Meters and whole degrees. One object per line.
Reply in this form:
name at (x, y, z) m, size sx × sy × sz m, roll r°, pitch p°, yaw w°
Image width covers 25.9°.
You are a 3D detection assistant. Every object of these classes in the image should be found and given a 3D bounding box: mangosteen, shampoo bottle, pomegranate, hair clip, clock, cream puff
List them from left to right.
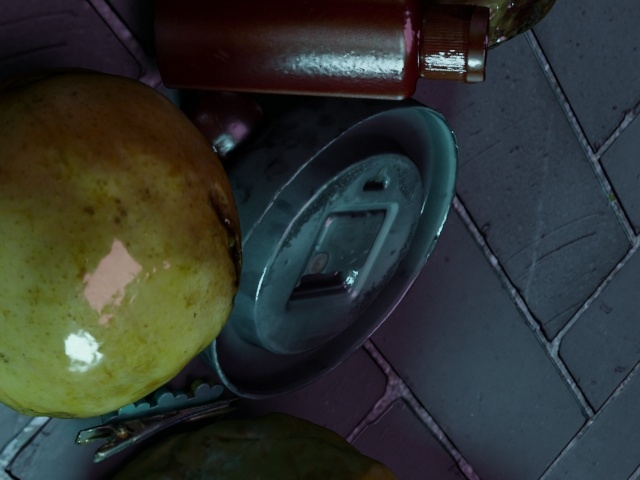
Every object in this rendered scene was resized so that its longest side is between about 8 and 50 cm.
pomegranate at (-0.181, 0.001, 1.019) m, size 0.260 × 0.260 × 0.260 m, roll -19°, pitch 123°, yaw -32°
hair clip at (-0.146, 0.157, 1.275) m, size 0.173 × 0.049 × 0.049 m, roll -13°, pitch 120°, yaw -41°
mangosteen at (-0.080, -0.098, 1.174) m, size 0.081 × 0.081 × 0.081 m, roll -19°, pitch 123°, yaw -32°
cream puff at (-0.055, 0.334, 1.257) m, size 0.324 × 0.291 × 0.257 m, roll -35°, pitch 125°, yaw -15°
clock at (0.001, 0.002, 1.248) m, size 0.312 × 0.061 × 0.313 m, roll -35°, pitch 146°, yaw -28°
shampoo bottle at (0.002, -0.161, 1.102) m, size 0.064 × 0.260 × 0.102 m, roll -73°, pitch 165°, yaw -57°

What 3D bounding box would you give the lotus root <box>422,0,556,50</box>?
lotus root at (0.092, -0.261, 1.174) m, size 0.272 × 0.192 × 0.272 m, roll -23°, pitch 133°, yaw -28°
